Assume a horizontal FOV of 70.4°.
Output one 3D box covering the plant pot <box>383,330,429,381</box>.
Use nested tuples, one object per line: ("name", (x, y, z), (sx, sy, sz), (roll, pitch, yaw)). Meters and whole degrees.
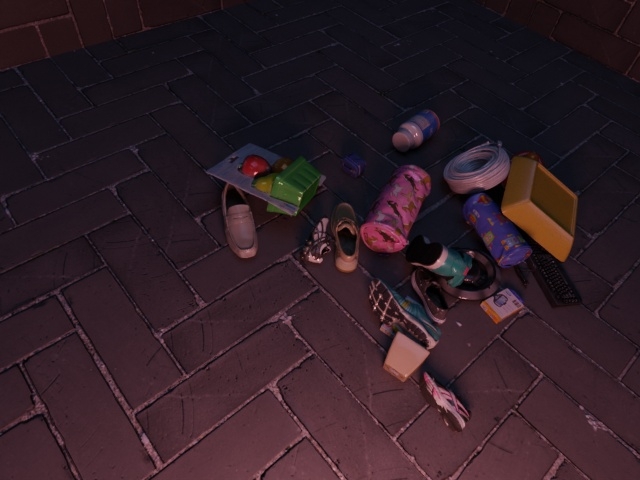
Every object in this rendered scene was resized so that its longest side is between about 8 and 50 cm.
("plant pot", (0.242, 0.349, 1.333), (0.109, 0.109, 0.096), (33, 68, 19))

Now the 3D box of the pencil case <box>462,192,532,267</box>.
("pencil case", (0.631, -0.036, 1.659), (0.120, 0.133, 0.306), (1, 46, -28))

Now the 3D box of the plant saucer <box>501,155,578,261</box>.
("plant saucer", (0.851, -0.140, 1.709), (0.333, 0.081, 0.332), (37, 54, -11))

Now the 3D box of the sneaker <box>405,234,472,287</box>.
("sneaker", (0.409, 0.069, 1.520), (0.178, 0.295, 0.123), (30, 94, -11))

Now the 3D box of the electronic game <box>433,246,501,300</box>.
("electronic game", (0.510, 0.112, 1.581), (0.230, 0.048, 0.229), (-2, 51, 3))

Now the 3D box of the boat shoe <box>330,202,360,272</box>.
("boat shoe", (0.094, -0.033, 1.622), (0.109, 0.098, 0.302), (4, 51, -3))

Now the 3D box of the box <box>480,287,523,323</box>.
("box", (0.615, 0.216, 1.525), (0.136, 0.028, 0.081), (-20, 56, -24))

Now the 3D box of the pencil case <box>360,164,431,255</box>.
("pencil case", (0.287, -0.123, 1.681), (0.160, 0.167, 0.386), (-13, 35, 43))

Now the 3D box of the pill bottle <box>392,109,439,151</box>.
("pill bottle", (0.417, -0.480, 2.003), (0.124, 0.124, 0.221), (38, 58, 22))

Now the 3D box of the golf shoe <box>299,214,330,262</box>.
("golf shoe", (0.000, 0.000, 1.611), (0.094, 0.077, 0.198), (26, 59, 1))

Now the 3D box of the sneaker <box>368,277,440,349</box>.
("sneaker", (0.256, 0.225, 1.415), (0.110, 0.107, 0.275), (-20, 58, -44))

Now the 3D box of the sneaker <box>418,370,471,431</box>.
("sneaker", (0.356, 0.450, 1.292), (0.077, 0.072, 0.178), (-18, 63, -34))

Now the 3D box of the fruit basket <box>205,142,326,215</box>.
("fruit basket", (-0.193, -0.234, 1.695), (0.353, 0.165, 0.327), (21, 36, 11))

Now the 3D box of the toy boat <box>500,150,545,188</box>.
("toy boat", (0.857, -0.302, 1.888), (0.151, 0.151, 0.231), (28, 54, 15))

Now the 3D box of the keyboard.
("keyboard", (0.783, 0.101, 1.634), (0.202, 0.033, 0.317), (-6, 51, -10))

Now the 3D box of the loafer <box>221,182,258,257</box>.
("loafer", (-0.295, -0.079, 1.609), (0.112, 0.111, 0.319), (-14, 54, -17))

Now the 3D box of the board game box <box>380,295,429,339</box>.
("board game box", (0.277, 0.260, 1.452), (0.103, 0.026, 0.154), (36, 56, 21))

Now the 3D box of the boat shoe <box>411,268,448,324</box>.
("boat shoe", (0.362, 0.165, 1.486), (0.080, 0.076, 0.228), (8, 39, -12))

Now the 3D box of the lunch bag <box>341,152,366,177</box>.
("lunch bag", (0.132, -0.311, 1.871), (0.065, 0.067, 0.098), (-34, 61, -29))

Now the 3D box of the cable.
("cable", (0.628, -0.287, 1.830), (0.257, 0.089, 0.257), (-17, 32, 21))
